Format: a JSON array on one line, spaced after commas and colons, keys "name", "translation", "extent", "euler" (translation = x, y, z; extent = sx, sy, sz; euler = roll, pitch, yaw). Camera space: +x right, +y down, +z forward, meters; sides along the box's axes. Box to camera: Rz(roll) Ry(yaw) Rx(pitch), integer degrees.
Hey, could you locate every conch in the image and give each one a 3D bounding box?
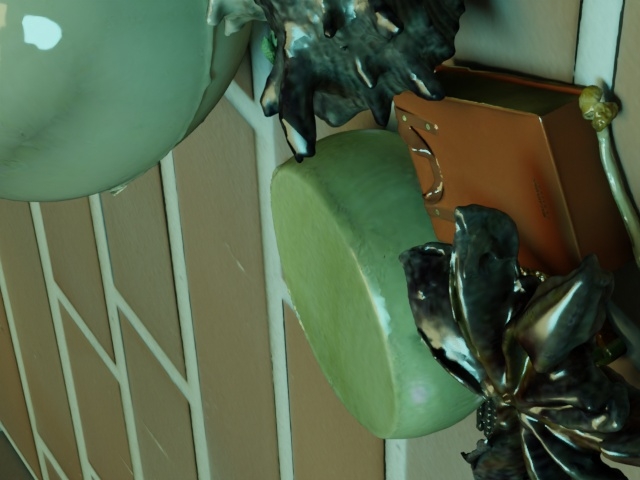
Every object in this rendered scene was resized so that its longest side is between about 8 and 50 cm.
[{"name": "conch", "translation": [-0.020, -0.206, 1.342], "extent": [0.313, 0.186, 0.241], "euler": [63, 156, 18]}]

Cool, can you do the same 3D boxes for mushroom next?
[{"name": "mushroom", "translation": [0.220, 0.030, 1.296], "extent": [0.026, 0.028, 0.286], "euler": [-12, 110, 26]}]

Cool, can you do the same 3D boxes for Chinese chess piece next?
[{"name": "Chinese chess piece", "translation": [0.050, 0.034, 1.571], "extent": [0.250, 0.101, 0.250], "euler": [57, 160, 35]}]

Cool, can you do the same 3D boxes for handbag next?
[{"name": "handbag", "translation": [0.128, -0.049, 1.366], "extent": [0.190, 0.062, 0.127], "euler": [21, 134, 58]}]

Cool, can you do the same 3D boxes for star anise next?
[{"name": "star anise", "translation": [0.149, 0.089, 1.307], "extent": [0.283, 0.129, 0.212], "euler": [58, 160, -19]}]

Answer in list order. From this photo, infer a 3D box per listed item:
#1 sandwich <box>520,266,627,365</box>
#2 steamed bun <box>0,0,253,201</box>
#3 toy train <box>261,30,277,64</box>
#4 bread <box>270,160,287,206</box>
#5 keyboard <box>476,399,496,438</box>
[{"name": "sandwich", "translation": [0.169, 0.049, 1.427], "extent": [0.135, 0.029, 0.067], "euler": [48, 156, 36]}, {"name": "steamed bun", "translation": [-0.229, -0.199, 1.672], "extent": [0.374, 0.334, 0.334], "euler": [-31, 85, 40]}, {"name": "toy train", "translation": [-0.008, -0.191, 1.511], "extent": [0.149, 0.081, 0.099], "euler": [66, 161, 9]}, {"name": "bread", "translation": [0.000, 0.000, 1.790], "extent": [0.154, 0.028, 0.068], "euler": [54, 160, 30]}, {"name": "keyboard", "translation": [0.148, 0.108, 1.573], "extent": [0.074, 0.015, 0.196], "euler": [48, 155, 35]}]
